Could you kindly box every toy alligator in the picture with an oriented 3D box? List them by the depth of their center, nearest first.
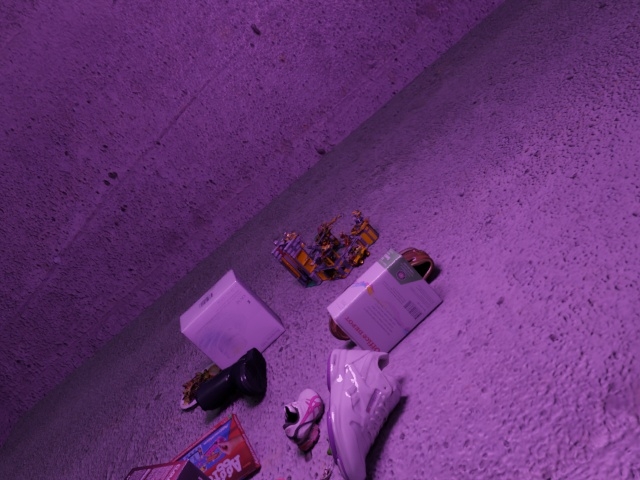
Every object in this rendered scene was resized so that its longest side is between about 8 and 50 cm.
[{"bbox_3d":[0.038,0.401,1.584,0.056,0.051,0.190,-18,30,56],"label":"toy alligator"}]

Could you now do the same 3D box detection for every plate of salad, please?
[{"bbox_3d":[-0.378,0.446,2.442,0.199,0.048,0.200,-39,18,15],"label":"plate of salad"}]

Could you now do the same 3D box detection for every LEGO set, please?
[{"bbox_3d":[0.000,0.000,2.400,0.255,0.192,0.331,-50,18,-19],"label":"LEGO set"}]

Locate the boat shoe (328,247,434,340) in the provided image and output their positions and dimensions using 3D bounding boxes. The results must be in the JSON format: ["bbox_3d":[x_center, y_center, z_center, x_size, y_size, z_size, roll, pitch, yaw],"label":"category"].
[{"bbox_3d":[0.146,0.131,1.890,0.307,0.111,0.104,-45,16,-3],"label":"boat shoe"}]

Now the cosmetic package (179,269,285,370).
[{"bbox_3d":[-0.267,0.255,2.344,0.224,0.225,0.138,-44,19,0],"label":"cosmetic package"}]

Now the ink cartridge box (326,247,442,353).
[{"bbox_3d":[0.144,0.148,1.775,0.212,0.154,0.093,-44,17,-1],"label":"ink cartridge box"}]

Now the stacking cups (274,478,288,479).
[{"bbox_3d":[-0.117,0.579,1.433,0.096,0.096,0.316,-33,20,30],"label":"stacking cups"}]

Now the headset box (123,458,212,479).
[{"bbox_3d":[-0.284,0.574,1.620,0.293,0.218,0.110,-26,24,48],"label":"headset box"}]

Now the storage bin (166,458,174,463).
[{"bbox_3d":[-0.375,0.610,1.962,0.135,0.091,0.098,-32,20,31],"label":"storage bin"}]

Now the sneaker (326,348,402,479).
[{"bbox_3d":[0.088,0.332,1.524,0.152,0.114,0.305,-4,45,5],"label":"sneaker"}]

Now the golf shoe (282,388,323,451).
[{"bbox_3d":[-0.042,0.386,1.750,0.067,0.086,0.186,-39,16,18],"label":"golf shoe"}]

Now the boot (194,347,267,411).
[{"bbox_3d":[-0.253,0.412,2.149,0.207,0.094,0.246,-38,11,7],"label":"boot"}]

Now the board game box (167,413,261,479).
[{"bbox_3d":[-0.279,0.553,1.838,0.281,0.027,0.145,-40,61,12],"label":"board game box"}]
